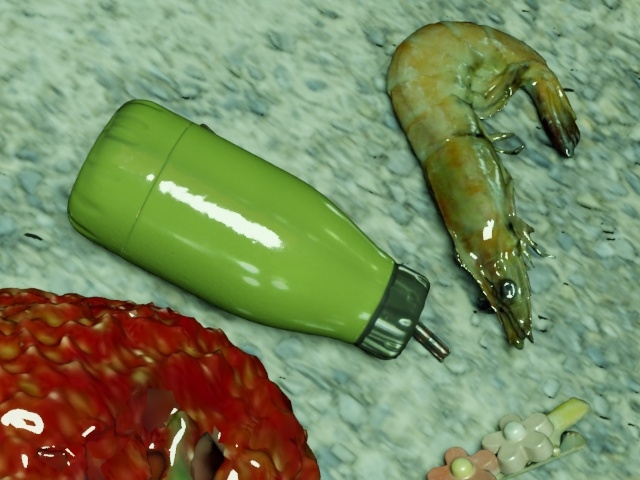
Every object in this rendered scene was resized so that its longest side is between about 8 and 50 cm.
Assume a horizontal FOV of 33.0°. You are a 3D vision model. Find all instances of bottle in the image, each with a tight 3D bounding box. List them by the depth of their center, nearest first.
[{"bbox_3d":[-0.046,0.001,0.785,0.260,0.112,0.112,28,66,-3],"label":"bottle"}]

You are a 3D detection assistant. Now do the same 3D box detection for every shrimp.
[{"bbox_3d":[0.158,-0.058,0.892,0.169,0.058,0.296,-10,70,-20],"label":"shrimp"}]

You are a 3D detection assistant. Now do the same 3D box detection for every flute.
[{"bbox_3d":[0.000,0.000,0.850,0.269,0.014,0.014,43,66,3],"label":"flute"}]

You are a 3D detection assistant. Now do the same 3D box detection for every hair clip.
[{"bbox_3d":[0.115,0.172,0.792,0.214,0.062,0.056,-23,119,-22],"label":"hair clip"}]

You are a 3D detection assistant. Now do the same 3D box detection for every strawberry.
[{"bbox_3d":[-0.185,0.148,0.644,0.351,0.267,0.312,23,34,26],"label":"strawberry"}]
